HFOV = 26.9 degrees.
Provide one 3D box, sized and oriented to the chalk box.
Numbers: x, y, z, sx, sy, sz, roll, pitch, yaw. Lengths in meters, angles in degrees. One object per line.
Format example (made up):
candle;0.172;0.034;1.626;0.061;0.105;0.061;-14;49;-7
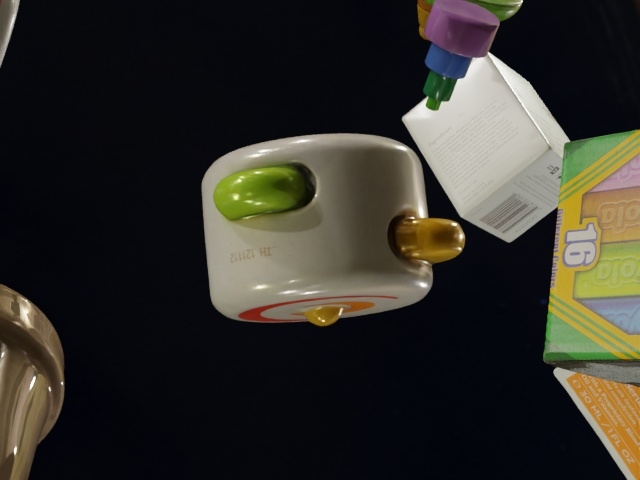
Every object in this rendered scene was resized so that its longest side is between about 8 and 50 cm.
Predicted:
chalk box;0.242;0.010;0.696;0.132;0.213;0.132;16;-105;-37

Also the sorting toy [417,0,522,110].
sorting toy;0.133;-0.231;1.421;0.127;0.126;0.365;18;-153;-4

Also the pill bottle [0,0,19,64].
pill bottle;-0.304;-0.150;0.809;0.221;0.124;0.124;17;-108;-22

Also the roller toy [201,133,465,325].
roller toy;0.000;0.000;1.145;0.209;0.191;0.146;-2;-100;-19

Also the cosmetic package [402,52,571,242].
cosmetic package;0.237;-0.125;1.801;0.151;0.151;0.184;22;-146;-55

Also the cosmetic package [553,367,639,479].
cosmetic package;0.536;0.157;1.770;0.161;0.453;0.230;-28;-101;-34

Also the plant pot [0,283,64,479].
plant pot;-0.383;0.197;1.314;0.263;0.263;0.229;27;-151;-29
